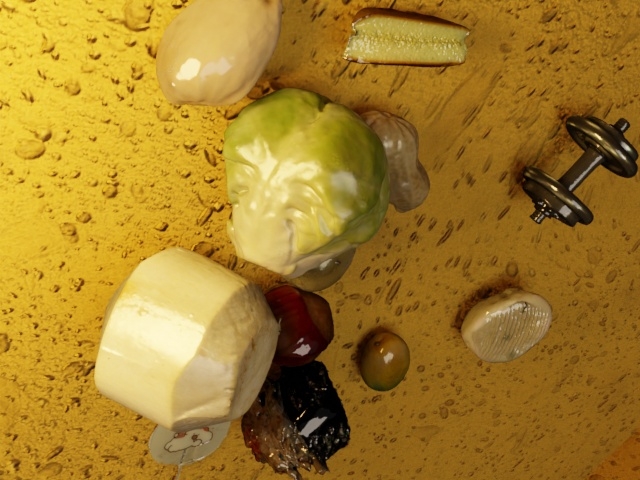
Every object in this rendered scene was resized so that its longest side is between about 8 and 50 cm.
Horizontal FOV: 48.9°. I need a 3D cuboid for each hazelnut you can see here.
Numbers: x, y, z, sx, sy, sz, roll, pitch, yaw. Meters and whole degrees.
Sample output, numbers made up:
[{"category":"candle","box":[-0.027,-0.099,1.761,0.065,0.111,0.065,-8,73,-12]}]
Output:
[{"category":"hazelnut","box":[-0.054,0.173,1.401,0.201,0.170,0.160,75,32,-72]}]

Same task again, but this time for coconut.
[{"category":"coconut","box":[-0.241,0.169,1.212,0.323,0.323,0.323,-17,130,-21]}]

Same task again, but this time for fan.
[{"category":"fan","box":[-0.311,0.489,1.590,0.191,0.009,0.329,2,118,-35]}]

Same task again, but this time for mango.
[{"category":"mango","box":[0.157,0.298,1.697,0.130,0.092,0.194,-33,143,-10]}]

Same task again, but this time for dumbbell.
[{"category":"dumbbell","box":[0.570,-0.153,1.552,0.290,0.192,0.192,-49,134,9]}]

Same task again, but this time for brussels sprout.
[{"category":"brussels sprout","box":[-0.021,-0.090,1.160,0.274,0.242,0.316,-1,97,-3]}]

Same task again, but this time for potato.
[{"category":"potato","box":[0.000,0.000,1.346,0.194,0.157,0.157,-49,136,-13]}]

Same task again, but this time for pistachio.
[{"category":"pistachio","box":[-0.147,-0.286,1.047,0.223,0.126,0.152,-41,98,-1]}]

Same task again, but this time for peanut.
[{"category":"peanut","box":[0.143,-0.151,1.336,0.123,0.123,0.256,-39,136,-1]}]

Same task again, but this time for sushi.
[{"category":"sushi","box":[-0.065,0.385,1.522,0.219,0.238,0.225,-21,115,-13]}]

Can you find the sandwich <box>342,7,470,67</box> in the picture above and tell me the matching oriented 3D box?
[{"category":"sandwich","box":[0.135,-0.348,1.208,0.245,0.088,0.090,-3,115,-26]}]

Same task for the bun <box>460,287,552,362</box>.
[{"category":"bun","box":[0.468,0.210,1.804,0.237,0.116,0.209,-7,123,-8]}]
